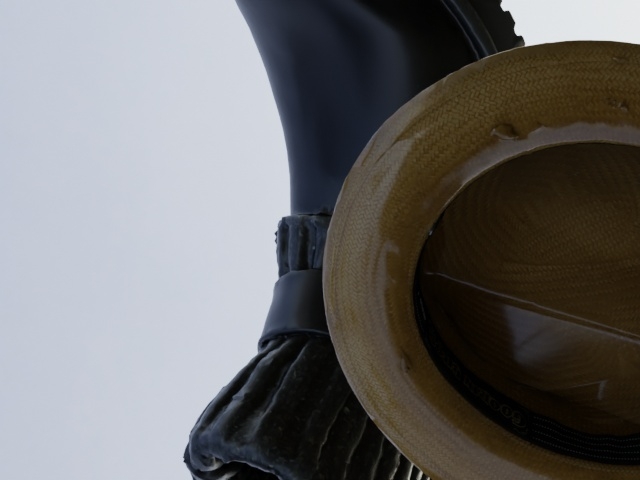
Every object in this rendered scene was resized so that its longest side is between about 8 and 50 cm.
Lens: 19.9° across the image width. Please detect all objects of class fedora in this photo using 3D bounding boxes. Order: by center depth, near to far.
[{"bbox_3d":[0.098,0.009,0.635,0.194,0.194,0.079,41,-159,-13],"label":"fedora"}]

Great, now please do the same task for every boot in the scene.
[{"bbox_3d":[0.003,0.001,0.927,0.260,0.131,0.348,-50,-54,-22],"label":"boot"}]
